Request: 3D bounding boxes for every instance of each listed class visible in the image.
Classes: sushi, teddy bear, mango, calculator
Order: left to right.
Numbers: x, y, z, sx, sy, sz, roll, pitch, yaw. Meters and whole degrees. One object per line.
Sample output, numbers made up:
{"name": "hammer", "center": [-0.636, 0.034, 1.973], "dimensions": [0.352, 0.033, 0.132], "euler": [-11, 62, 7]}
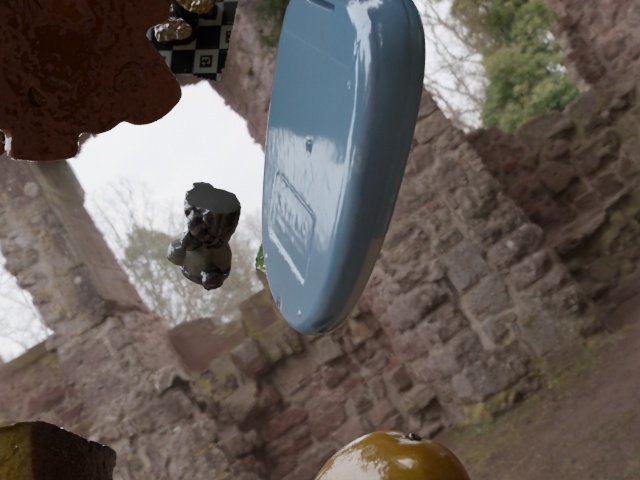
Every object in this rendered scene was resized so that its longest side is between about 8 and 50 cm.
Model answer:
{"name": "sushi", "center": [-0.225, -0.368, 1.044], "dimensions": [0.040, 0.192, 0.210], "euler": [35, -112, -75]}
{"name": "teddy bear", "center": [-0.255, 0.013, 1.439], "dimensions": [0.144, 0.251, 0.171], "euler": [6, 16, -16]}
{"name": "calculator", "center": [0.005, -0.077, 0.456], "dimensions": [0.042, 0.188, 0.303], "euler": [0, -65, -21]}
{"name": "mango", "center": [0.064, 0.326, 0.779], "dimensions": [0.254, 0.175, 0.139], "euler": [-44, -35, 25]}

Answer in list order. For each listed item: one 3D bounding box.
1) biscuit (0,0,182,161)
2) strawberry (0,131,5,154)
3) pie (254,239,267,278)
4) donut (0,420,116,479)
{"name": "biscuit", "center": [-0.247, -0.221, 0.613], "dimensions": [0.284, 0.043, 0.306], "euler": [-3, -64, -39]}
{"name": "strawberry", "center": [-0.762, -0.211, 1.438], "dimensions": [0.187, 0.082, 0.146], "euler": [-47, -20, -29]}
{"name": "pie", "center": [0.000, -0.005, 1.370], "dimensions": [0.302, 0.067, 0.302], "euler": [-20, 32, 14]}
{"name": "donut", "center": [-0.361, 0.308, 0.828], "dimensions": [0.295, 0.112, 0.151], "euler": [11, -47, -44]}
